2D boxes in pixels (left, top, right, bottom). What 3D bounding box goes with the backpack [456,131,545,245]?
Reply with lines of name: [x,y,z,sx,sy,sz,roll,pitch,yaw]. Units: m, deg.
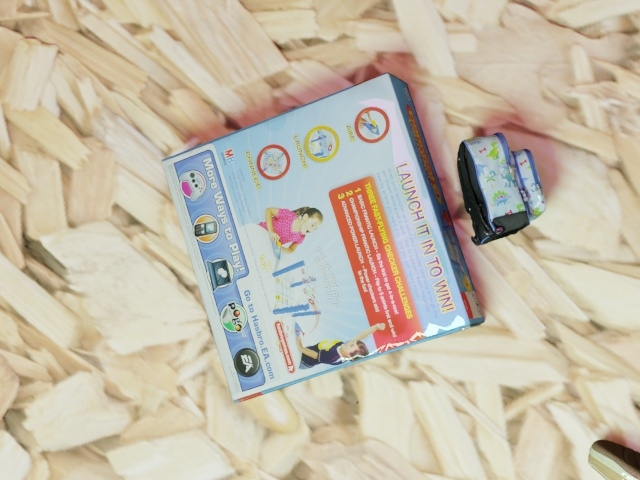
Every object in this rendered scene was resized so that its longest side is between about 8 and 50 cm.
backpack: [0.201,-0.063,1.477,0.084,0.105,0.114,-17,82,-5]

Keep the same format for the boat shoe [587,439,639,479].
boat shoe: [0.368,0.292,1.433,0.190,0.068,0.072,32,110,16]

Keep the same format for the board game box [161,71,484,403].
board game box: [0.000,0.000,1.550,0.302,0.086,0.308,-19,83,17]
